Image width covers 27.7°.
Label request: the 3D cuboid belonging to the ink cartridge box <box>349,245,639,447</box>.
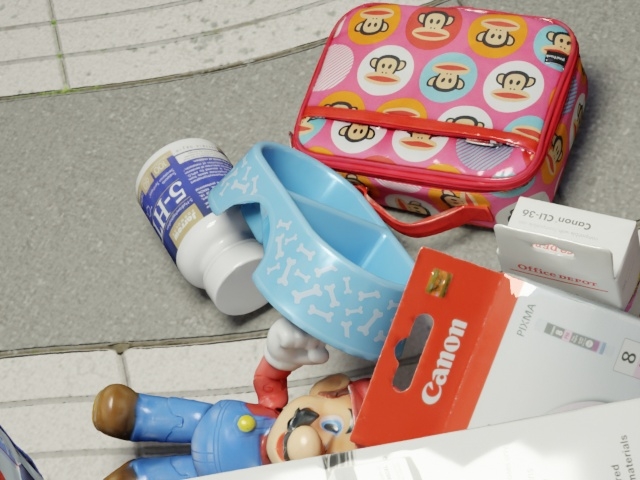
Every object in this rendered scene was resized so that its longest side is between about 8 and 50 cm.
[{"bbox_3d":[0.167,0.129,1.120,0.189,0.232,0.066,-70,20,5],"label":"ink cartridge box"}]

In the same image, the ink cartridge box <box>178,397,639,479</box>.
[{"bbox_3d":[0.084,0.286,1.022,0.394,0.285,0.166,-12,55,11],"label":"ink cartridge box"}]

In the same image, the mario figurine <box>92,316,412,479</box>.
[{"bbox_3d":[-0.066,0.187,1.199,0.320,0.198,0.170,-8,32,19],"label":"mario figurine"}]

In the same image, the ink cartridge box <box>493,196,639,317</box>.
[{"bbox_3d":[0.234,0.028,1.202,0.115,0.198,0.067,13,62,25],"label":"ink cartridge box"}]

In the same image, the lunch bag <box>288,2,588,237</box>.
[{"bbox_3d":[0.123,-0.123,1.399,0.293,0.120,0.258,10,65,25],"label":"lunch bag"}]

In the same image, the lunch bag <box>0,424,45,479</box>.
[{"bbox_3d":[-0.339,0.333,1.101,0.238,0.328,0.386,5,57,16],"label":"lunch bag"}]

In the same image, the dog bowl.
[{"bbox_3d":[0.000,0.000,1.253,0.074,0.165,0.297,-58,35,18],"label":"dog bowl"}]

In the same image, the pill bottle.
[{"bbox_3d":[-0.115,-0.013,1.397,0.112,0.112,0.187,-32,53,-5],"label":"pill bottle"}]
